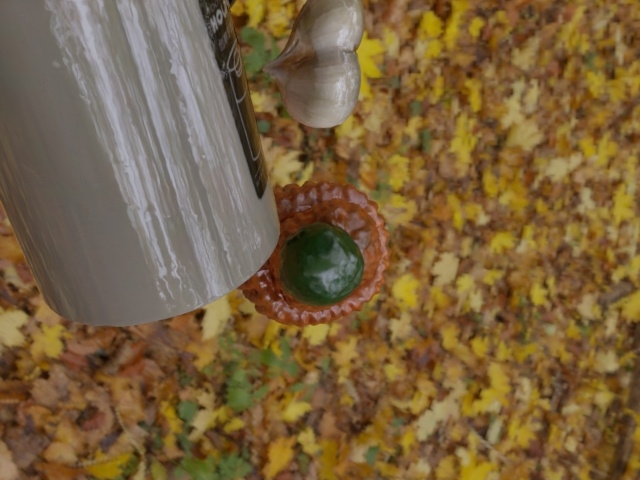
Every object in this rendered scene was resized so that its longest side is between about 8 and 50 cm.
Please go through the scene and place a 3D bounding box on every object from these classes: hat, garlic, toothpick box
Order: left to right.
[{"bbox_3d":[-0.086,-0.070,0.388,0.111,0.111,0.180,-31,126,-28],"label":"toothpick box"},{"bbox_3d":[0.000,0.000,1.707,0.285,0.400,0.285,2,80,-9],"label":"hat"},{"bbox_3d":[0.003,-0.225,1.231,0.099,0.124,0.174,-1,105,-34],"label":"garlic"}]

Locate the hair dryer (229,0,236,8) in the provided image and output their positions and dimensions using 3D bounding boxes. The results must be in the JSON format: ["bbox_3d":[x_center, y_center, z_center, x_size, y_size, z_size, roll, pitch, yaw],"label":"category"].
[{"bbox_3d":[-0.092,-0.422,1.418,0.107,0.352,0.189,46,50,1],"label":"hair dryer"}]
